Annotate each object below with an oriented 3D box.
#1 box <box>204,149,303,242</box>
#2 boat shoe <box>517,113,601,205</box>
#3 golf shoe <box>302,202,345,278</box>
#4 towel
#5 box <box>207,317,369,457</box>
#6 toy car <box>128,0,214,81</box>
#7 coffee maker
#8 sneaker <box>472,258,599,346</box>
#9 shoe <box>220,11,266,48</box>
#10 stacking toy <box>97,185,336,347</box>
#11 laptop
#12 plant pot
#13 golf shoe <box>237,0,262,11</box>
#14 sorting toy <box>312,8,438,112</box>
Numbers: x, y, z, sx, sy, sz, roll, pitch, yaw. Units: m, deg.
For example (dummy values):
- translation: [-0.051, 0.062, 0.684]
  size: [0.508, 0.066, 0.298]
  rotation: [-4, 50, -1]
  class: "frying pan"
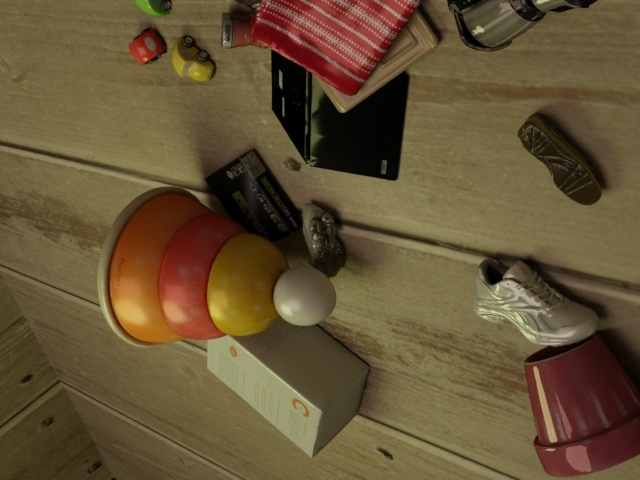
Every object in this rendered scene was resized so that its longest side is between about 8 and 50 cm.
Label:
- translation: [-0.141, -0.081, 1.968]
  size: [0.190, 0.045, 0.184]
  rotation: [56, 147, -9]
  class: "box"
- translation: [0.346, -0.116, 1.344]
  size: [0.153, 0.048, 0.056]
  rotation: [43, 136, -1]
  class: "boat shoe"
- translation: [0.000, 0.000, 1.880]
  size: [0.086, 0.069, 0.176]
  rotation: [49, 153, 45]
  class: "golf shoe"
- translation: [0.033, -0.356, 1.364]
  size: [0.199, 0.031, 0.275]
  rotation: [32, 128, -6]
  class: "towel"
- translation: [-0.082, 0.291, 2.161]
  size: [0.345, 0.168, 0.215]
  rotation: [37, 145, 21]
  class: "box"
- translation: [-0.319, -0.419, 1.834]
  size: [0.239, 0.053, 0.225]
  rotation: [22, 139, 37]
  class: "toy car"
- translation: [0.241, -0.339, 1.165]
  size: [0.171, 0.120, 0.178]
  rotation: [57, 147, -9]
  class: "coffee maker"
- translation: [0.337, 0.092, 1.521]
  size: [0.232, 0.090, 0.115]
  rotation: [16, 131, 41]
  class: "sneaker"
- translation: [-0.131, -0.360, 1.638]
  size: [0.178, 0.081, 0.063]
  rotation: [-116, 29, -74]
  class: "shoe"
- translation: [-0.179, 0.093, 1.920]
  size: [0.480, 0.350, 0.350]
  rotation: [12, 133, 31]
  class: "stacking toy"
- translation: [0.022, -0.252, 1.624]
  size: [0.234, 0.137, 0.264]
  rotation: [93, 154, -46]
  class: "laptop"
- translation: [0.418, 0.253, 1.504]
  size: [0.201, 0.201, 0.180]
  rotation: [-25, 87, 57]
  class: "plant pot"
- translation: [-0.055, -0.432, 1.482]
  size: [0.273, 0.105, 0.120]
  rotation: [3, 147, 50]
  class: "golf shoe"
- translation: [0.053, -0.325, 1.442]
  size: [0.208, 0.038, 0.193]
  rotation: [-32, 97, 33]
  class: "sorting toy"
